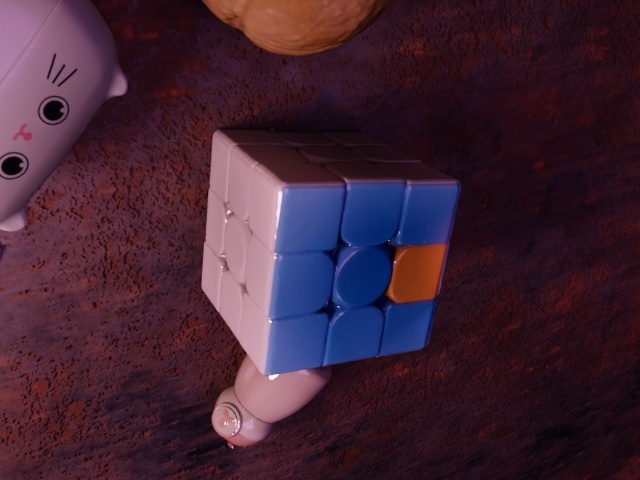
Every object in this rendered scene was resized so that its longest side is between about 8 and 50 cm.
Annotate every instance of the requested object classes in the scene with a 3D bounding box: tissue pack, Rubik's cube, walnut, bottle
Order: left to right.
[{"bbox_3d":[-0.394,-0.176,0.751,0.236,0.229,0.333,37,93,-35],"label":"tissue pack"},{"bbox_3d":[-0.104,0.279,1.188,0.147,0.147,0.236,35,101,-36],"label":"bottle"},{"bbox_3d":[-0.023,-0.409,0.818,0.333,0.333,0.332,-12,118,-24],"label":"walnut"},{"bbox_3d":[0.000,0.000,1.015,0.292,0.291,0.290,-5,115,-28],"label":"Rubik's cube"}]
